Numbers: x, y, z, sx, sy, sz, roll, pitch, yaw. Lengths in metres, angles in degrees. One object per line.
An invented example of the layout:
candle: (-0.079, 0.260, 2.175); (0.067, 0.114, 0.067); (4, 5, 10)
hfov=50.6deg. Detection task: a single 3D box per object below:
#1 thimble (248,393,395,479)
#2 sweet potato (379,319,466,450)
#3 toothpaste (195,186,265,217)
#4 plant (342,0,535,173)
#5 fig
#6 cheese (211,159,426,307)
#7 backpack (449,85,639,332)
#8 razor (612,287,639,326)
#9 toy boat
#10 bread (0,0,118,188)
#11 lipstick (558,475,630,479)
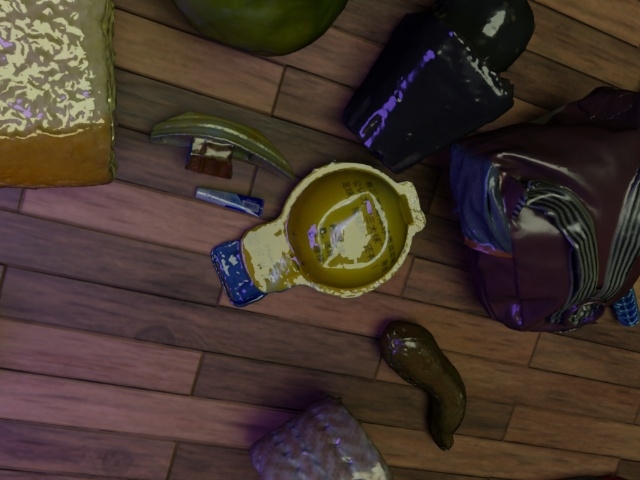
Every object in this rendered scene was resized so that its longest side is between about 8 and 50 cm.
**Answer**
thimble: (0.018, 0.321, 0.862); (0.148, 0.196, 0.229); (-31, 109, -11)
sweet potato: (0.156, 0.198, 0.958); (0.081, 0.062, 0.233); (-29, 114, 5)
toothpaste: (-0.110, -0.048, 0.823); (0.083, 0.015, 0.024); (13, 74, -12)
plant: (0.146, -0.198, 0.811); (0.142, 0.164, 0.256); (39, 103, -19)
fig: (-0.067, -0.296, 0.646); (0.233, 0.314, 0.232); (2, 103, 9)
cheese: (0.000, 0.000, 0.851); (0.271, 0.069, 0.176); (-22, 104, -3)
backpack: (0.312, -0.013, 0.883); (0.284, 0.197, 0.317); (-19, 118, -13)
razor: (0.441, 0.022, 1.024); (0.082, 0.042, 0.253); (-14, 113, 28)
toy boat: (-0.111, -0.105, 0.790); (0.172, 0.065, 0.066); (13, 85, -16)
bread: (-0.382, -0.155, 0.632); (0.376, 0.165, 0.236); (-5, 106, -19)
lipstick: (0.364, 0.413, 1.084); (0.312, 0.051, 0.051); (1, 100, -21)
